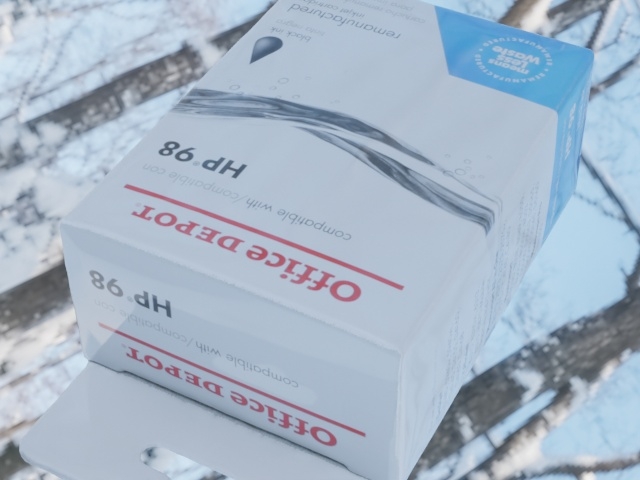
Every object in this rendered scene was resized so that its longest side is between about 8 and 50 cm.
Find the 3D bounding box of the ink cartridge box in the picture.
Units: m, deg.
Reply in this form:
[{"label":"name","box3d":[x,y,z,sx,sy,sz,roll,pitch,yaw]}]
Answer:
[{"label":"ink cartridge box","box3d":[0.000,0.000,0.380,0.104,0.180,0.060,20,-43,19]}]
